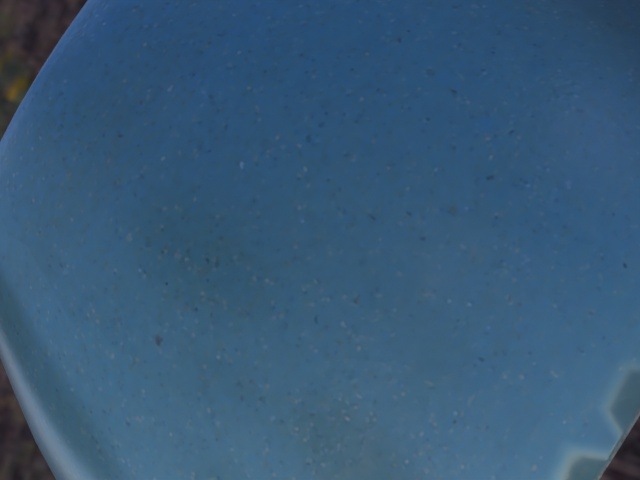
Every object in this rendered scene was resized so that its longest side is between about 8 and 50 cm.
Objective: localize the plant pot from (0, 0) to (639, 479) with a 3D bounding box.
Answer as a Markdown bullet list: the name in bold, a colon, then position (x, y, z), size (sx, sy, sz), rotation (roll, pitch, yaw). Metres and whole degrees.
- **plant pot**: position (0.000, 0.000, 0.617), size (0.290, 0.195, 0.290), rotation (-58, -1, -1)
